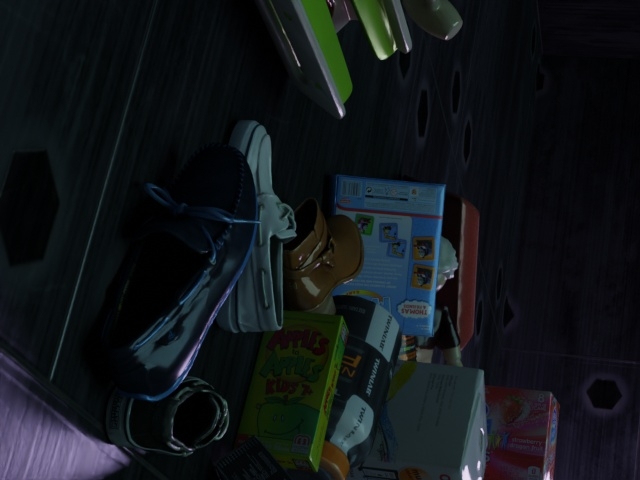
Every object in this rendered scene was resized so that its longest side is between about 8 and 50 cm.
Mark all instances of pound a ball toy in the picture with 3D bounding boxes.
[{"bbox_3d":[0.029,-0.288,1.425,0.208,0.136,0.319,-45,155,-7],"label":"pound a ball toy"}]

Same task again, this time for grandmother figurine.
[{"bbox_3d":[0.128,0.153,1.939,0.208,0.104,0.342,16,89,-39],"label":"grandmother figurine"}]

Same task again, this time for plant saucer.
[{"bbox_3d":[0.195,0.035,2.093,0.259,0.047,0.258,-148,-122,-69],"label":"plant saucer"}]

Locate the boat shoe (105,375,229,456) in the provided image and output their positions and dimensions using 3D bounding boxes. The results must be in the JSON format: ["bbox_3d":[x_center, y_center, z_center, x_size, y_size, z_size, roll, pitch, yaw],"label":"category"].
[{"bbox_3d":[-0.125,0.168,1.193,0.219,0.070,0.078,17,78,-74],"label":"boat shoe"}]

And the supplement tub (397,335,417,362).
[{"bbox_3d":[0.080,0.110,1.824,0.106,0.106,0.198,-21,106,-73],"label":"supplement tub"}]

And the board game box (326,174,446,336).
[{"bbox_3d":[0.084,0.022,1.746,0.039,0.160,0.211,-175,-90,-73],"label":"board game box"}]

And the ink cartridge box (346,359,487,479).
[{"bbox_3d":[0.098,0.274,1.718,0.171,0.232,0.168,78,22,-44],"label":"ink cartridge box"}]

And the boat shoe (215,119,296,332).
[{"bbox_3d":[-0.060,-0.013,1.359,0.083,0.076,0.226,-10,105,-74],"label":"boat shoe"}]

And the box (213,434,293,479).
[{"bbox_3d":[0.000,0.367,1.387,0.060,0.270,0.216,-35,143,-15],"label":"box"}]

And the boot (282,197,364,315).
[{"bbox_3d":[0.000,0.000,1.595,0.152,0.073,0.197,74,23,-43],"label":"boot"}]

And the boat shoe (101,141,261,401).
[{"bbox_3d":[-0.117,0.013,1.118,0.089,0.109,0.258,67,30,-53],"label":"boat shoe"}]

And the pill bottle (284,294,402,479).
[{"bbox_3d":[0.016,0.196,1.592,0.246,0.130,0.130,-71,159,-43],"label":"pill bottle"}]

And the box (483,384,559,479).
[{"bbox_3d":[0.223,0.309,2.051,0.142,0.300,0.154,44,52,-68],"label":"box"}]

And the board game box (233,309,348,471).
[{"bbox_3d":[-0.032,0.172,1.484,0.043,0.092,0.181,68,31,-56],"label":"board game box"}]
